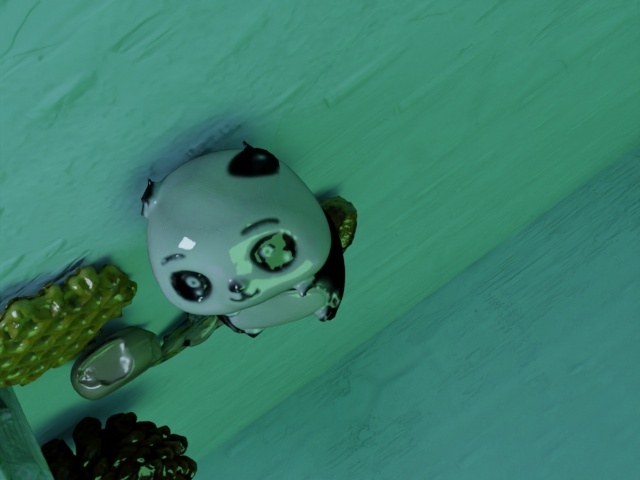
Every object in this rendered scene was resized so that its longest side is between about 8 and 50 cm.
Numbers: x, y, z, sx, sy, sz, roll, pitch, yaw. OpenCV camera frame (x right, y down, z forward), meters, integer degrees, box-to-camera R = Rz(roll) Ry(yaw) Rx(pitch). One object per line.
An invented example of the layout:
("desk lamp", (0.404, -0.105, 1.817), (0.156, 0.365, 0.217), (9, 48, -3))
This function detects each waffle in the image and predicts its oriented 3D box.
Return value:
("waffle", (-0.389, 0.131, 0.955), (0.291, 0.051, 0.291), (-34, 164, -11))

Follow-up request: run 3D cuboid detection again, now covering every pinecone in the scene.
("pinecone", (-0.490, 0.583, 1.449), (0.397, 0.398, 0.398), (-31, 162, -12))

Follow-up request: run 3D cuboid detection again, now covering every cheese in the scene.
("cheese", (-0.361, 0.220, 1.197), (0.163, 0.082, 0.286), (-34, 177, -3))

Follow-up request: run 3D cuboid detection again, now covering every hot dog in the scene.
("hot dog", (0.000, 0.000, 1.247), (0.146, 0.103, 0.213), (-29, 162, -20))

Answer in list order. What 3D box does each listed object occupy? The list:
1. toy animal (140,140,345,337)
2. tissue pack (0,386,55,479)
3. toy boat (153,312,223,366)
("toy animal", (-0.105, 0.000, 0.891), (0.251, 0.251, 0.310), (-34, 151, -2))
("tissue pack", (-0.588, 0.387, 0.978), (0.310, 0.228, 0.128), (-34, 163, 1))
("toy boat", (-0.276, 0.197, 1.312), (0.210, 0.066, 0.084), (-39, 160, 14))
